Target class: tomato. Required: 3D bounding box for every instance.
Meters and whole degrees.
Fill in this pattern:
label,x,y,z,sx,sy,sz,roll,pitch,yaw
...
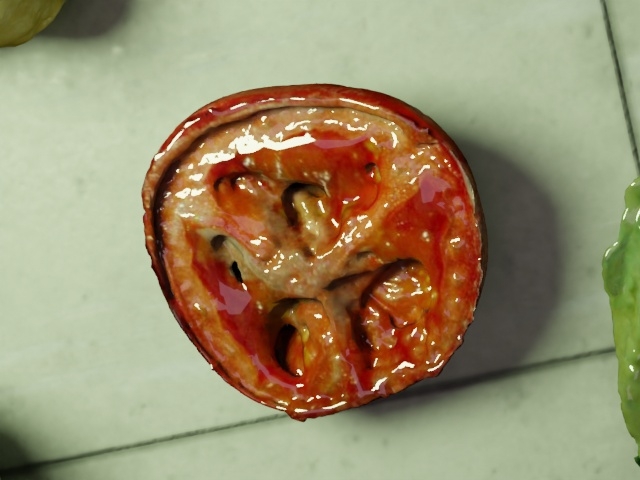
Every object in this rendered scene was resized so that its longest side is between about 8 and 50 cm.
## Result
label,x,y,z,sx,sy,sz,roll,pitch,yaw
tomato,-0.001,-0.002,0.920,0.228,0.101,0.228,3,105,11

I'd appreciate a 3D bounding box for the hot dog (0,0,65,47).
label,x,y,z,sx,sy,sz,roll,pitch,yaw
hot dog,-0.316,-0.300,0.880,0.223,0.185,0.405,-15,95,8

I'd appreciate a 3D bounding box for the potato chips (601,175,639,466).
label,x,y,z,sx,sy,sz,roll,pitch,yaw
potato chips,0.380,0.097,0.878,0.373,0.097,0.389,-13,94,11
